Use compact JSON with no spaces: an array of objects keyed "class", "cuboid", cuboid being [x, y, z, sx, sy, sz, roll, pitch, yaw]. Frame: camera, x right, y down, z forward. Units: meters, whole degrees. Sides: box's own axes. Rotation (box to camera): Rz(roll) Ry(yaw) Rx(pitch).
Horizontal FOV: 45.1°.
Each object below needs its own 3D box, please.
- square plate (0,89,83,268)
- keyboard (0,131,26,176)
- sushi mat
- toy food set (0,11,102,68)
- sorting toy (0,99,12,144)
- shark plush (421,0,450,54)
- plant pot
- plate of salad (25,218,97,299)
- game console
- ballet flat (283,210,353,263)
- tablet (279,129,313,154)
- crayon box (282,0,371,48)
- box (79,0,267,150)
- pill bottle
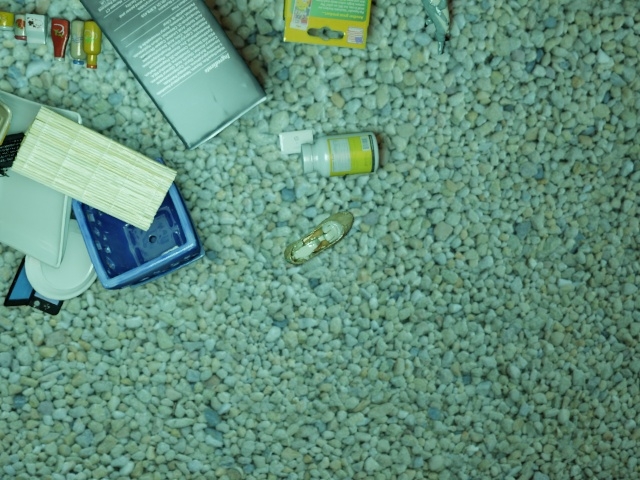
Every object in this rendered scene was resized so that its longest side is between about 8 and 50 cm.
[{"class":"square plate","cuboid":[-0.666,-0.149,1.766,0.344,0.049,0.348,19,103,33]},{"class":"keyboard","cuboid":[-0.743,-0.189,1.765,0.192,0.038,0.100,-4,90,36]},{"class":"sushi mat","cuboid":[-0.482,-0.151,1.646,0.316,0.019,0.152,26,98,-14]},{"class":"toy food set","cuboid":[-0.616,-0.455,1.759,0.232,0.111,0.105,3,102,-10]},{"class":"sorting toy","cuboid":[-0.780,-0.241,1.771,0.038,0.193,0.208,12,107,-51]},{"class":"shark plush","cuboid":[0.285,-0.542,1.896,0.067,0.073,0.161,-6,125,14]},{"class":"plant pot","cuboid":[-0.411,-0.023,1.806,0.235,0.212,0.236,-25,79,-1]},{"class":"plate of salad","cuboid":[-0.624,0.045,1.871,0.199,0.048,0.200,-15,112,-43]},{"class":"game console","cuboid":[-0.684,0.112,1.892,0.124,0.085,0.144,25,99,-11]},{"class":"ballet flat","cuboid":[0.000,0.000,1.959,0.206,0.067,0.073,-37,103,2]},{"class":"tablet","cuboid":[-0.059,-0.246,1.928,0.083,0.006,0.054,-7,103,-6]},{"class":"crayon box","cuboid":[0.020,-0.623,1.814,0.203,0.083,0.323,4,101,-7]},{"class":"box","cuboid":[-0.315,-0.429,1.709,0.212,0.293,0.396,-35,104,2]},{"class":"pill bottle","cuboid":[0.046,-0.210,1.899,0.184,0.103,0.103,-6,103,-5]}]
